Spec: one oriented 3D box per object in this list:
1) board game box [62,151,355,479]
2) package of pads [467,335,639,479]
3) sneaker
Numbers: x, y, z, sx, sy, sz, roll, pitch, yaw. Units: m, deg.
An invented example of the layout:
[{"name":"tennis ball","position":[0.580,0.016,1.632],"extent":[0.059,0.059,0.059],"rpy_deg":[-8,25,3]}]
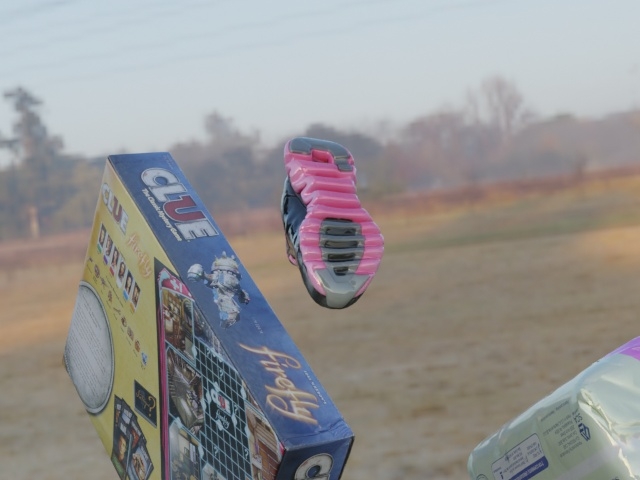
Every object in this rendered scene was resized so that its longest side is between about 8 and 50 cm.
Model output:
[{"name":"board game box","position":[-0.073,0.087,0.909],"extent":[0.042,0.165,0.243],"rpy_deg":[-6,42,-30]},{"name":"package of pads","position":[0.249,0.087,0.976],"extent":[0.296,0.101,0.229],"rpy_deg":[-26,-13,-19]},{"name":"sneaker","position":[0.000,0.000,0.854],"extent":[0.047,0.057,0.119],"rpy_deg":[11,39,-17]}]
